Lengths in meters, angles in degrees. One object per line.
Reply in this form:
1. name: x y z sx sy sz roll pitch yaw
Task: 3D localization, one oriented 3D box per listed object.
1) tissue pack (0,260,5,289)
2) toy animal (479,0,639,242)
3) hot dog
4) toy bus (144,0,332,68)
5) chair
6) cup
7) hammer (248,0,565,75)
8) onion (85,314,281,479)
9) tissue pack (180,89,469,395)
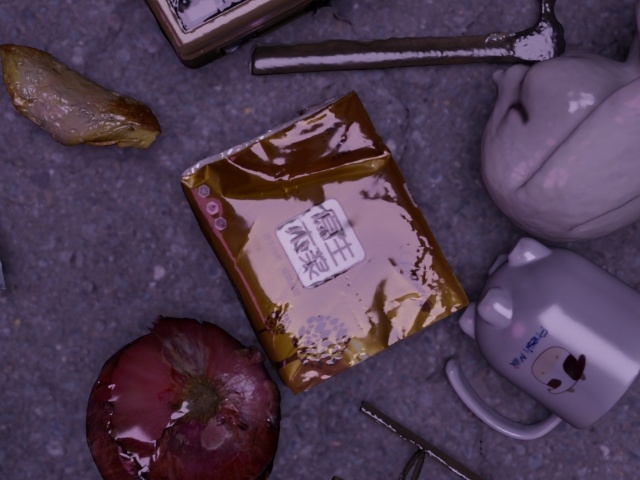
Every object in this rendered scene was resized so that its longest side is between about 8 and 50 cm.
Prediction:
1. tissue pack: -0.385 0.024 1.068 0.193 0.026 0.122 -21 60 -4
2. toy animal: 0.263 -0.101 1.025 0.265 0.272 0.206 -35 86 10
3. hot dog: -0.222 -0.117 1.082 0.169 0.078 0.061 30 119 9
4. toy bus: -0.028 -0.274 1.060 0.290 0.139 0.157 -28 94 -2
5. chair: 0.111 0.244 1.076 0.222 0.095 0.104 24 99 -3
6. cup: 0.201 0.084 1.083 0.142 0.173 0.134 33 56 0
7. hammer: 0.081 -0.175 1.118 0.297 0.027 0.125 -2 91 -3
8. onion: -0.130 0.162 1.055 0.184 0.147 0.183 16 62 -34
9. tissue pack: 0.000 0.000 1.080 0.183 0.092 0.226 -28 93 -4
